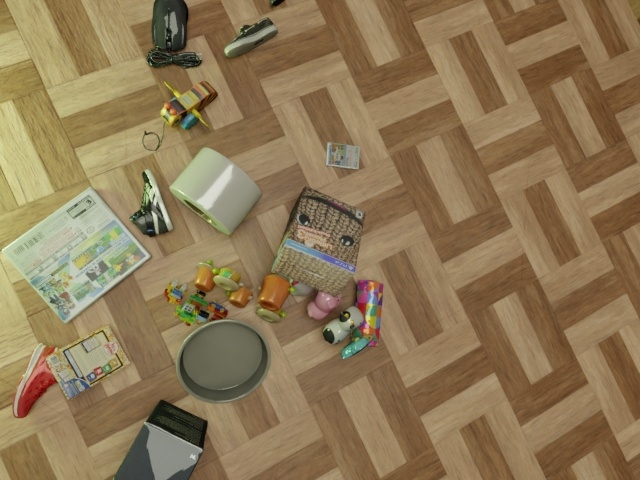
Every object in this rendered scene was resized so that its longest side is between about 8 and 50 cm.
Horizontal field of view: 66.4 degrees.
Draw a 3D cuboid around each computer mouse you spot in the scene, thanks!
[{"bbox_3d":[-0.510,-0.737,1.683,0.188,0.072,0.272,-4,84,-11],"label":"computer mouse"}]

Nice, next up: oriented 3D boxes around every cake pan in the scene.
[{"bbox_3d":[-0.306,0.376,1.551,0.293,0.054,0.293,-4,107,-15],"label":"cake pan"}]

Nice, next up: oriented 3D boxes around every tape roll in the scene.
[{"bbox_3d":[-0.332,-0.153,1.560,0.246,0.246,0.169,37,77,-5],"label":"tape roll"}]

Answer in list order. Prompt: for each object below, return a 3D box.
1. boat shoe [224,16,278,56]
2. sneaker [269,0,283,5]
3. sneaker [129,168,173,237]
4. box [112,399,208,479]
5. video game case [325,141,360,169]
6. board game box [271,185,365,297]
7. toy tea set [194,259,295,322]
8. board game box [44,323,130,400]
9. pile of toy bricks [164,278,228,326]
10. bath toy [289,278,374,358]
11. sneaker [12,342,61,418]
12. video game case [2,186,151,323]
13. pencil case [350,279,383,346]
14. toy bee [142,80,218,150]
[{"bbox_3d":[-0.257,-0.723,1.735,0.219,0.078,0.070,-35,92,-22],"label":"boat shoe"},{"bbox_3d":[-0.144,-0.939,1.796,0.170,0.051,0.089,-43,93,-18],"label":"sneaker"},{"bbox_3d":[-0.572,-0.117,1.589,0.121,0.079,0.217,-21,89,-15],"label":"sneaker"},{"bbox_3d":[-0.484,0.673,1.392,0.179,0.312,0.343,29,78,-7],"label":"box"},{"bbox_3d":[0.082,-0.308,1.784,0.122,0.011,0.087,6,83,-11],"label":"video game case"},{"bbox_3d":[0.000,0.000,1.594,0.232,0.141,0.291,22,45,-8],"label":"board game box"},{"bbox_3d":[-0.241,0.137,1.585,0.336,0.200,0.124,26,59,-6],"label":"toy tea set"},{"bbox_3d":[-0.705,0.367,1.486,0.193,0.045,0.147,-29,89,-36],"label":"board game box"},{"bbox_3d":[-0.415,0.229,1.579,0.212,0.118,0.105,30,110,-16],"label":"pile of toy bricks"},{"bbox_3d":[0.022,0.221,1.602,0.151,0.129,0.348,-42,75,1],"label":"bath toy"},{"bbox_3d":[-0.824,0.431,1.469,0.128,0.087,0.221,15,81,-8],"label":"sneaker"},{"bbox_3d":[-0.766,0.043,1.554,0.329,0.036,0.300,-41,92,-14],"label":"video game case"},{"bbox_3d":[0.158,0.254,1.688,0.104,0.104,0.236,11,81,-10],"label":"pencil case"},{"bbox_3d":[-0.453,-0.423,1.612,0.195,0.162,0.298,25,79,-10],"label":"toy bee"}]
